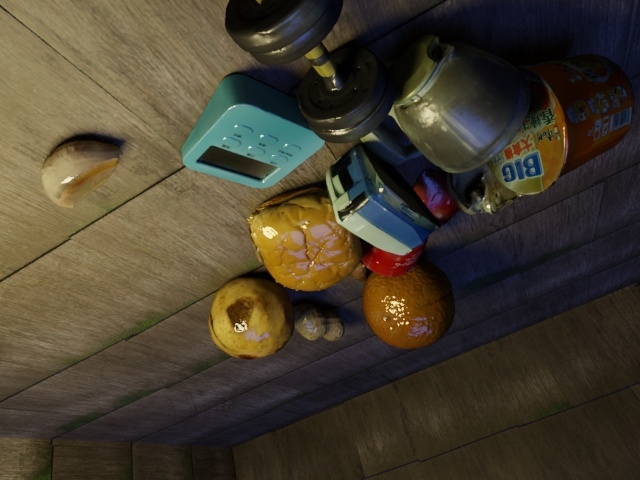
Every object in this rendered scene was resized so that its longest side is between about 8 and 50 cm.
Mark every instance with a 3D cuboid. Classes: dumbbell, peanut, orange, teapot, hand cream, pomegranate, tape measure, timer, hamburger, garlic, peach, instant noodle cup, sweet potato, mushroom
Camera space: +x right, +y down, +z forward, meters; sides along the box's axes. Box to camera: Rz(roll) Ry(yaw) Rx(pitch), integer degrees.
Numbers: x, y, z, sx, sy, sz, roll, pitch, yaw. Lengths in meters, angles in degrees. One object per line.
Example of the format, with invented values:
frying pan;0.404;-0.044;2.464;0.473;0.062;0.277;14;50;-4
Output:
dumbbell;-0.005;-0.313;0.748;0.185;0.185;0.388;-29;145;16
peanut;-0.002;0.328;1.738;0.120;0.136;0.298;0;164;39
orange;0.313;0.210;1.553;0.322;0.322;0.357;-40;169;30
teapot;0.231;-0.294;0.920;0.239;0.322;0.239;26;87;-27
hand cream;0.213;0.000;1.309;0.193;0.193;0.125;-10;146;-13
pomegranate;-0.216;0.247;1.406;0.281;0.281;0.281;-13;147;-8
tape measure;0.130;-0.102;1.053;0.138;0.262;0.259;-42;134;19
timer;-0.145;-0.200;0.938;0.232;0.091;0.250;11;141;-38
hamburger;-0.040;0.007;1.178;0.319;0.158;0.318;-3;128;-4
garlic;-0.492;-0.130;0.877;0.196;0.087;0.101;-37;155;23
peach;0.361;-0.116;1.323;0.189;0.068;0.279;-31;145;16
instant noodle cup;0.522;-0.272;0.995;0.214;0.296;0.296;-20;148;-12
sweet potato;0.136;0.113;1.560;0.068;0.068;0.226;-20;161;2
mushroom;0.460;-0.169;1.198;0.267;0.189;0.164;-31;168;-5
